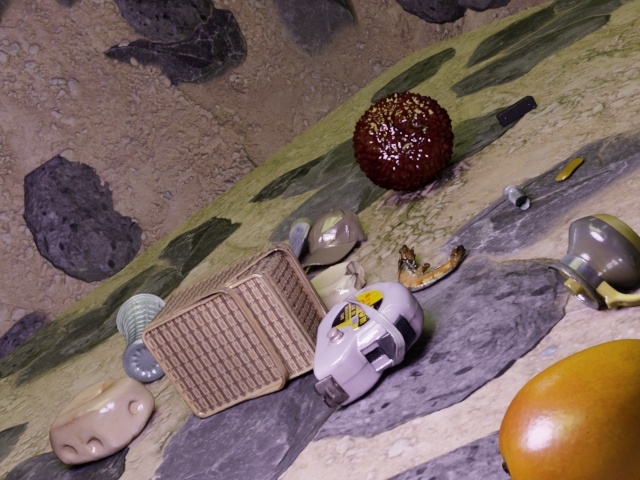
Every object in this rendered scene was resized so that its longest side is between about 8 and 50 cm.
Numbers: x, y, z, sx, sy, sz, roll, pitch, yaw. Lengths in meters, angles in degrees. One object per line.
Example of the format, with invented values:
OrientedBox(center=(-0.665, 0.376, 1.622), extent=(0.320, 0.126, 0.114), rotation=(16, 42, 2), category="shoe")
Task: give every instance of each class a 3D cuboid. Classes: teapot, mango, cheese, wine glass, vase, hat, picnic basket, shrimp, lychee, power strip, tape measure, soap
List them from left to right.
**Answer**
OrientedBox(center=(-0.466, 0.374, 1.878), extent=(0.235, 0.117, 0.218), rotation=(-30, 14, -7), category="cheese")
OrientedBox(center=(-0.435, 0.243, 2.192), extent=(0.143, 0.143, 0.299), rotation=(-32, 18, -3), category="vase")
OrientedBox(center=(-0.153, 0.173, 1.705), extent=(0.312, 0.228, 0.175), rotation=(-25, 15, 21), category="picnic basket")
OrientedBox(center=(-0.004, 0.121, 1.878), extent=(0.248, 0.071, 0.163), rotation=(-23, 17, 27), category="cheese")
OrientedBox(center=(0.000, 0.000, 2.152), extent=(0.166, 0.144, 0.173), rotation=(-22, -8, 35), category="hat")
OrientedBox(center=(0.083, 0.157, 1.516), extent=(0.197, 0.120, 0.236), rotation=(-33, 20, 16), category="tape measure")
OrientedBox(center=(0.215, -0.257, 2.281), extent=(0.264, 0.264, 0.300), rotation=(-36, -8, -16), category="lychee")
OrientedBox(center=(0.221, 0.037, 1.779), extent=(0.147, 0.035, 0.195), rotation=(-30, 22, 14), category="shrimp")
OrientedBox(center=(0.531, -0.352, 2.399), extent=(0.111, 0.038, 0.029), rotation=(-31, 14, -2), category="power strip")
OrientedBox(center=(0.404, -0.088, 1.823), extent=(0.039, 0.042, 0.083), rotation=(-58, 12, 16), category="wine glass")
OrientedBox(center=(0.520, -0.149, 1.845), extent=(0.089, 0.012, 0.034), rotation=(-42, 19, -33), category="soap")
OrientedBox(center=(0.297, 0.199, 0.974), extent=(0.175, 0.139, 0.254), rotation=(3, 28, 43), category="mango")
OrientedBox(center=(0.419, 0.040, 1.292), extent=(0.119, 0.130, 0.165), rotation=(-47, 49, -2), category="teapot")

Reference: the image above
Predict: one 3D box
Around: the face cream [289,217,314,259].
OrientedBox(center=(-0.052, 0.010, 2.305), extent=(0.224, 0.070, 0.114), rotation=(-84, 16, -69), category="face cream")

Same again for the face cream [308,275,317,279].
OrientedBox(center=(-0.198, 0.147, 2.138), extent=(0.385, 0.086, 0.135), rotation=(-17, 5, 28), category="face cream")
